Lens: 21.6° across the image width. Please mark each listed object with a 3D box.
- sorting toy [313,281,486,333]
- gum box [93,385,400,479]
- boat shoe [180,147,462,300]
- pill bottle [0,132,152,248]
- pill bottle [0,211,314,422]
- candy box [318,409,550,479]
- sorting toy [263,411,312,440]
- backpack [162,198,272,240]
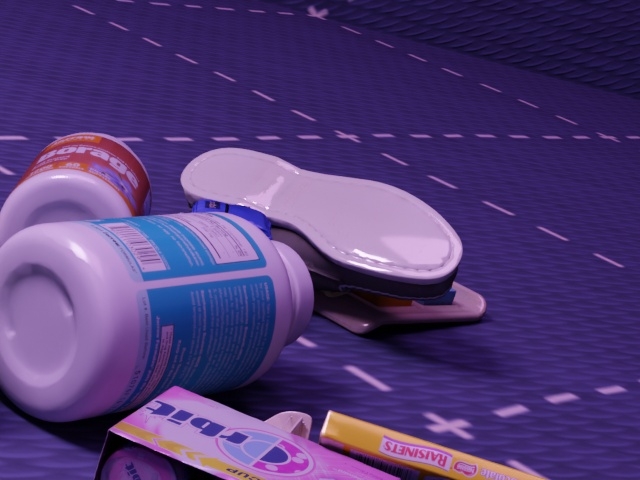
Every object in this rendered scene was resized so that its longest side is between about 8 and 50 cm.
[{"bbox_3d":[0.043,0.035,1.701,0.193,0.038,0.208,28,20,35],"label":"sorting toy"},{"bbox_3d":[-0.044,0.171,1.121,0.188,0.062,0.107,20,17,14],"label":"gum box"},{"bbox_3d":[0.003,-0.003,1.604,0.305,0.091,0.109,20,47,28],"label":"boat shoe"},{"bbox_3d":[-0.218,-0.030,1.525,0.121,0.121,0.216,14,16,-5],"label":"pill bottle"},{"bbox_3d":[-0.122,0.053,1.296,0.146,0.146,0.264,27,19,34],"label":"pill bottle"},{"bbox_3d":[0.097,0.179,1.188,0.206,0.027,0.105,17,-25,5],"label":"candy box"},{"bbox_3d":[-0.054,0.152,1.223,0.075,0.044,0.083,12,14,12],"label":"sorting toy"},{"bbox_3d":[-0.105,0.014,1.528,0.120,0.101,0.098,11,10,-6],"label":"backpack"}]
